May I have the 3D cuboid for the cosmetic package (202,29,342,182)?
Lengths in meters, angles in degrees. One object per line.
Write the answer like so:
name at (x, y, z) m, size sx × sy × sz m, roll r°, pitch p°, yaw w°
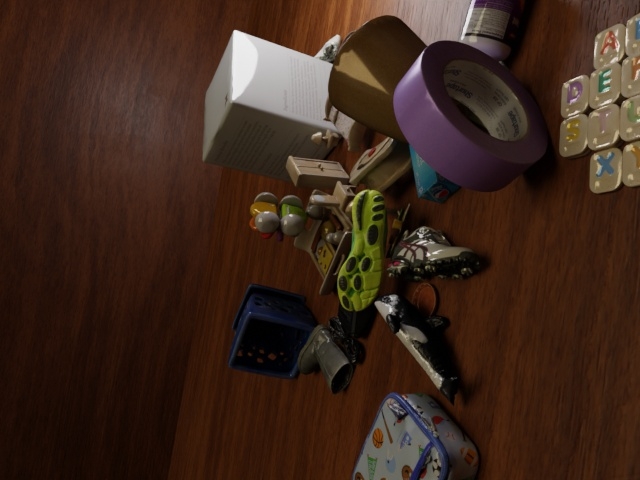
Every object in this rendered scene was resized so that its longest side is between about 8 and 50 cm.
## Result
cosmetic package at (-0.172, -0.444, 1.874) m, size 0.329 × 0.393 × 0.328 m, roll -44°, pitch 42°, yaw 51°

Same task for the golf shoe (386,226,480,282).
golf shoe at (0.235, 0.022, 1.150) m, size 0.272 × 0.105 × 0.120 m, roll -10°, pitch 64°, yaw 64°

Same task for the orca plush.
orca plush at (0.220, 0.192, 1.114) m, size 0.102 × 0.151 × 0.287 m, roll -42°, pitch 29°, yaw 5°

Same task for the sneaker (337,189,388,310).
sneaker at (0.118, 0.029, 1.310) m, size 0.123 × 0.109 × 0.296 m, roll 30°, pitch -109°, yaw -70°

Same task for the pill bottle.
pill bottle at (0.342, -0.428, 1.087) m, size 0.108 × 0.108 × 0.194 m, roll 36°, pitch 113°, yaw 64°

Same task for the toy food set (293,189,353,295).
toy food set at (0.000, 0.000, 1.679) m, size 0.220 × 0.092 × 0.306 m, roll -68°, pitch 26°, yaw 23°

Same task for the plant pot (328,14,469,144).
plant pot at (0.185, -0.312, 1.152) m, size 0.254 × 0.237 × 0.237 m, roll 46°, pitch 127°, yaw 29°

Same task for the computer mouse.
computer mouse at (0.096, 0.172, 1.439) m, size 0.188 × 0.072 × 0.272 m, roll -128°, pitch 40°, yaw -57°

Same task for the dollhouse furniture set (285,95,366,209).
dollhouse furniture set at (0.039, -0.317, 1.557) m, size 0.303 × 0.173 × 0.356 m, roll -118°, pitch 38°, yaw -47°

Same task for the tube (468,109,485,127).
tube at (0.316, -0.306, 1.167) m, size 0.062 × 0.070 × 0.240 m, roll -35°, pitch 33°, yaw -5°

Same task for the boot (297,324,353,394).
boot at (0.013, 0.365, 1.543) m, size 0.208 × 0.076 × 0.190 m, roll 50°, pitch 128°, yaw 52°

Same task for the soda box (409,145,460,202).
soda box at (0.255, -0.194, 1.232) m, size 0.071 × 0.067 × 0.210 m, roll -46°, pitch 40°, yaw 50°

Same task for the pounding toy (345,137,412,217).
pounding toy at (0.175, -0.167, 1.396) m, size 0.269 × 0.154 × 0.154 m, roll -40°, pitch 16°, yaw 42°

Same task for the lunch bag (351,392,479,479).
lunch bag at (0.181, 0.468, 1.071) m, size 0.243 × 0.114 × 0.304 m, roll 47°, pitch 123°, yaw 58°

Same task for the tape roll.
tape roll at (0.269, -0.224, 0.961) m, size 0.090 × 0.274 × 0.275 m, roll -47°, pitch 39°, yaw 48°

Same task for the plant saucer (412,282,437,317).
plant saucer at (0.235, 0.137, 1.204) m, size 0.083 × 0.013 × 0.084 m, roll -35°, pitch 50°, yaw 57°

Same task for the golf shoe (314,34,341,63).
golf shoe at (0.026, -0.680, 1.962) m, size 0.176 × 0.069 × 0.086 m, roll -19°, pitch 43°, yaw 59°

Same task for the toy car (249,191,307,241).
toy car at (-0.134, -0.059, 1.686) m, size 0.159 × 0.181 × 0.136 m, roll -99°, pitch 18°, yaw -52°

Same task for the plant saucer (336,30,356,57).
plant saucer at (0.097, -0.610, 1.796) m, size 0.168 × 0.029 × 0.169 m, roll -35°, pitch 50°, yaw 57°

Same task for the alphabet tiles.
alphabet tiles at (0.480, -0.216, 0.806) m, size 0.284 × 0.021 × 0.278 m, roll -10°, pitch 71°, yaw 65°

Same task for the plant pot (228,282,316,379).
plant pot at (-0.166, 0.286, 1.770) m, size 0.212 × 0.235 × 0.236 m, roll -106°, pitch 36°, yaw -57°

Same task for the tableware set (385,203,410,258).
tableware set at (0.176, -0.019, 1.274) m, size 0.154 × 0.024 × 0.104 m, roll 89°, pitch -157°, yaw -68°
